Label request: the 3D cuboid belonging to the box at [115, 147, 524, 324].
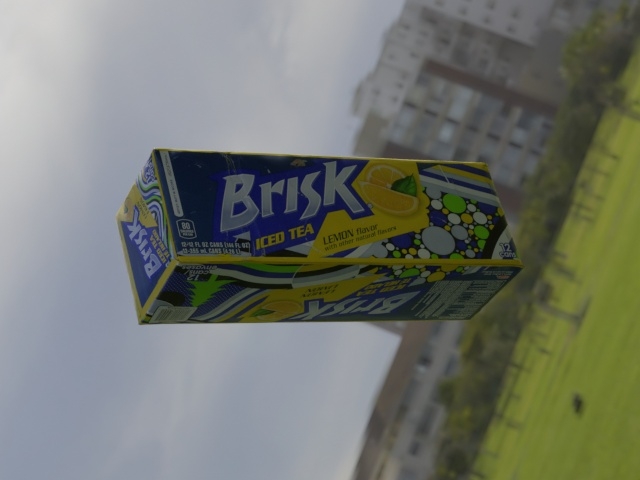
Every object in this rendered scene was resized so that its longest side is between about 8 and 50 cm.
[{"bbox_3d":[0.000,0.000,0.678,0.054,0.169,0.059,-53,45,47],"label":"box"}]
